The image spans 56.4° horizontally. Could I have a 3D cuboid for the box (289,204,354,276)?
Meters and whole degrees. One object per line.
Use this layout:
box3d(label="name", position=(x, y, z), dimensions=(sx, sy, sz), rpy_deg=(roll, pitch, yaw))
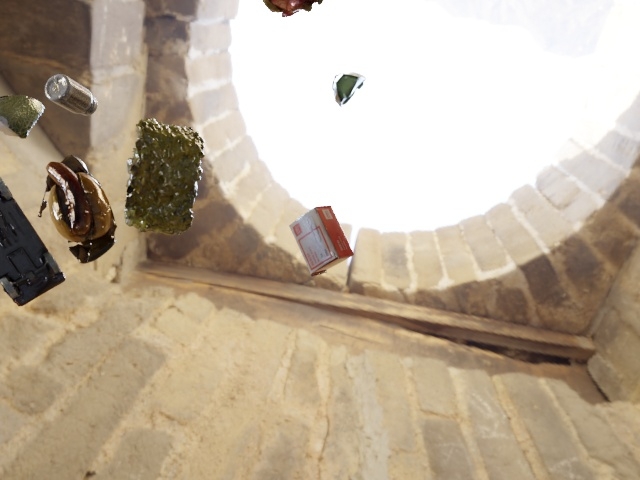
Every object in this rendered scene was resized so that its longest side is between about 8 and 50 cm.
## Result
box3d(label="box", position=(0.000, 0.000, 1.832), dimensions=(0.099, 0.133, 0.182), rpy_deg=(-10, -107, -51))

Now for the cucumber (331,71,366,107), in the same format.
box3d(label="cucumber", position=(0.073, -0.449, 1.731), dimensions=(0.086, 0.115, 0.193), rpy_deg=(42, -168, -10))

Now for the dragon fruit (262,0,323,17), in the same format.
box3d(label="dragon fruit", position=(-0.077, -0.630, 1.422), dimensions=(0.147, 0.211, 0.282), rpy_deg=(38, -149, -54))

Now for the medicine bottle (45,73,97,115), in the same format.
box3d(label="medicine bottle", position=(-0.687, -0.399, 1.659), dimensions=(0.079, 0.079, 0.140), rpy_deg=(21, 177, 17))

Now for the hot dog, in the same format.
box3d(label="hot dog", position=(-0.701, -0.107, 1.681), dimensions=(0.194, 0.107, 0.326), rpy_deg=(-37, -104, -17))

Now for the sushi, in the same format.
box3d(label="sushi", position=(-0.545, -0.216, 2.054), dimensions=(0.240, 0.397, 0.351), rpy_deg=(8, -167, -20))

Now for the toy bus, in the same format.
box3d(label="toy bus", position=(-0.797, -0.008, 1.509), dimensions=(0.143, 0.329, 0.153), rpy_deg=(-35, -159, -23))

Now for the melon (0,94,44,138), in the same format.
box3d(label="melon", position=(-0.939, -0.369, 1.840), dimensions=(0.202, 0.093, 0.139), rpy_deg=(-20, -105, -45))
